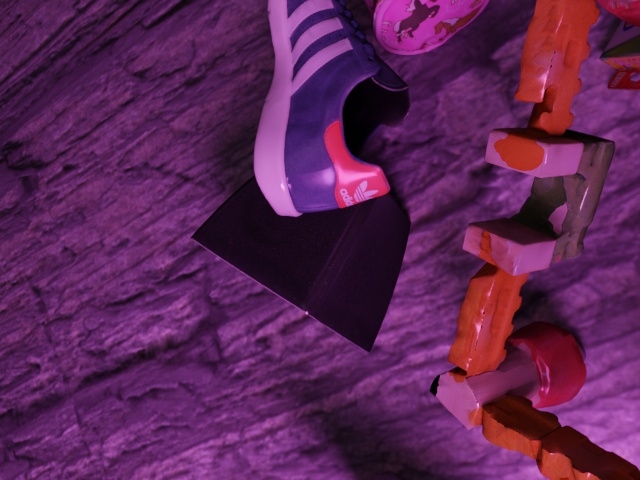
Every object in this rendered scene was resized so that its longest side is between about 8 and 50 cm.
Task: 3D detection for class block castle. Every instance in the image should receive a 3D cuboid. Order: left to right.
[{"bbox_3d":[0.291,-0.005,0.540,0.303,0.213,0.453,29,118,44],"label":"block castle"}]

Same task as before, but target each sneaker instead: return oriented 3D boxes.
[{"bbox_3d":[0.025,-0.193,0.761,0.148,0.131,0.350,-2,73,15],"label":"sneaker"}]

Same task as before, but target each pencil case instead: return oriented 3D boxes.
[{"bbox_3d":[0.070,-0.413,0.854,0.160,0.167,0.386,-40,64,42],"label":"pencil case"}]

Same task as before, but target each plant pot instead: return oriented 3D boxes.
[{"bbox_3d":[0.000,0.000,0.830,0.187,0.188,0.167,30,83,32],"label":"plant pot"}]

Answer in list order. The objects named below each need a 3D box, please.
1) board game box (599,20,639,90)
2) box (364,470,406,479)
[{"bbox_3d":[0.365,-0.266,0.680,0.039,0.124,0.259,25,102,-7],"label":"board game box"},{"bbox_3d":[0.085,0.308,0.683,0.183,0.231,0.056,19,95,33],"label":"box"}]
